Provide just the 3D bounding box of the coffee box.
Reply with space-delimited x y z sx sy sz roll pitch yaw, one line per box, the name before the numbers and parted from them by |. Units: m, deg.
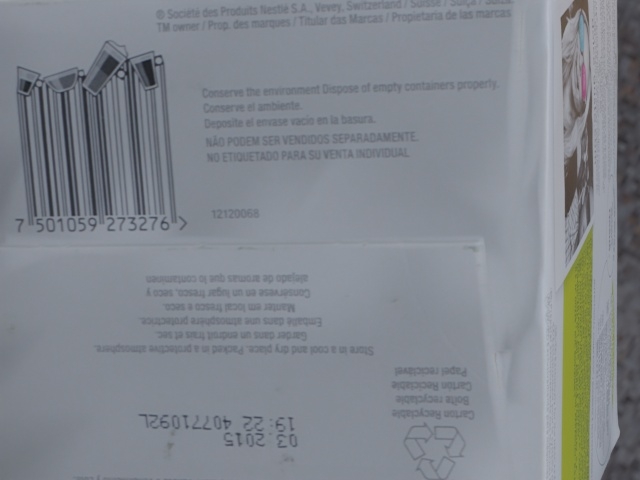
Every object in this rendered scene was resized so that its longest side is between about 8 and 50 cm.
coffee box | 0.000 0.000 1.185 0.337 0.338 0.334 1 11 15
